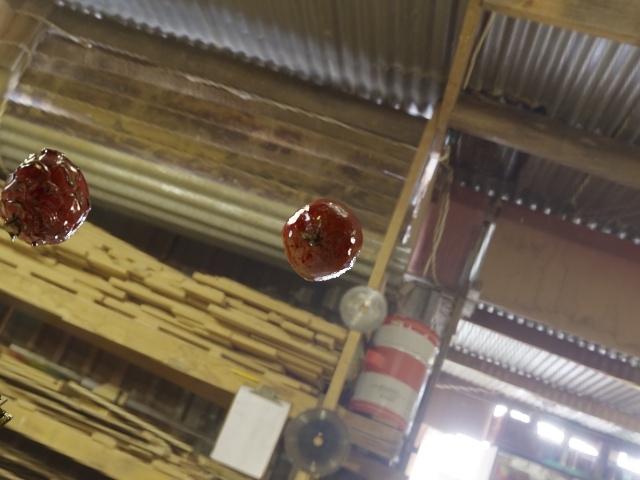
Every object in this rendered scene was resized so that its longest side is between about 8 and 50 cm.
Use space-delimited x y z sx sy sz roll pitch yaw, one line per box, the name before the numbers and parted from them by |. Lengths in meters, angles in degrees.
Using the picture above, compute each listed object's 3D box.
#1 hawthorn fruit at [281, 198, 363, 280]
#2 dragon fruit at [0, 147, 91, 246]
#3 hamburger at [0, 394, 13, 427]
hawthorn fruit | 0.000 0.000 1.616 0.205 0.205 0.253 20 7 9
dragon fruit | -0.902 -0.132 2.212 0.277 0.343 0.277 15 -37 12
hamburger | -0.677 0.288 1.160 0.261 0.243 0.139 30 -51 24
